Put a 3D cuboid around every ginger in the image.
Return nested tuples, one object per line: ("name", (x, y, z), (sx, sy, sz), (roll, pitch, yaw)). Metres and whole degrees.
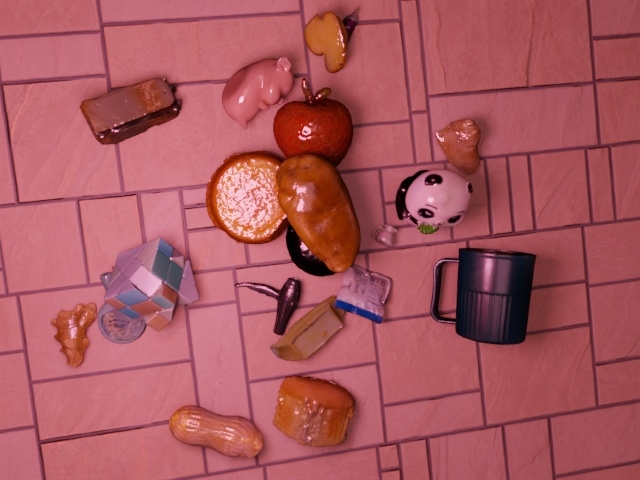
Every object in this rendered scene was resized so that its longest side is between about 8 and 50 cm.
("ginger", (0.499, -0.320, 1.780), (0.115, 0.123, 0.193), (-42, 103, -24))
("ginger", (-0.775, 0.289, 1.645), (0.115, 0.081, 0.205), (16, 81, -39))

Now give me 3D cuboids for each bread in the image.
("bread", (-0.018, 0.552, 1.718), (0.262, 0.162, 0.204), (12, 88, 1))
("bread", (0.026, -0.640, 1.709), (0.065, 0.150, 0.187), (-41, 123, -46))
("bread", (-0.206, -0.138, 1.657), (0.312, 0.172, 0.312), (-1, 95, -9))

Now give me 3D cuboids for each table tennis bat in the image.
("table tennis bat", (-0.645, 0.215, 1.683), (0.149, 0.038, 0.237), (-17, 97, -6))

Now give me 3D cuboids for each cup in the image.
("cup", (0.541, 0.178, 1.740), (0.308, 0.242, 0.292), (2, 94, -10))

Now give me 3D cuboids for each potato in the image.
("potato", (0.005, -0.082, 1.542), (0.177, 0.195, 0.369), (-23, 100, 28))

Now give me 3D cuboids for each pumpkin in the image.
("pumpkin", (0.000, 0.000, 1.697), (0.233, 0.163, 0.233), (-1, 94, -11))

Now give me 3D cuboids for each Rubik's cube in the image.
("Rubik's cube", (-0.506, 0.131, 1.614), (0.224, 0.265, 0.213), (-18, 137, 24))

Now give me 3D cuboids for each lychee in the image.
("lychee", (-0.023, -0.349, 1.644), (0.255, 0.255, 0.299), (-7, 103, -7))

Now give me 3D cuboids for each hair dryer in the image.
("hair dryer", (-0.184, 0.192, 1.741), (0.219, 0.075, 0.195), (19, 99, 2))

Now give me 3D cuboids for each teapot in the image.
("teapot", (0.216, -0.020, 1.781), (0.083, 0.064, 0.064), (22, 81, 23))

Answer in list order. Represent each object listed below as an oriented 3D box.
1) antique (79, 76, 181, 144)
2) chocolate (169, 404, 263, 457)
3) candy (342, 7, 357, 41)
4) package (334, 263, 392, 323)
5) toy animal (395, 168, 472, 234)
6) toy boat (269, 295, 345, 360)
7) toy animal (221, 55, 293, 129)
("antique", (-0.570, -0.402, 1.623), (0.284, 0.150, 0.125), (-26, 95, -14))
("chocolate", (-0.332, 0.612, 1.698), (0.309, 0.134, 0.134), (18, 90, -4))
("candy", (0.081, -0.686, 1.740), (0.043, 0.045, 0.175), (24, 87, -42))
("package", (0.146, 0.173, 1.764), (0.171, 0.027, 0.173), (23, 65, -8))
("toy animal", (0.360, -0.122, 1.693), (0.213, 0.267, 0.212), (-1, 97, -10))
("toy boat", (-0.032, 0.302, 1.736), (0.276, 0.084, 0.111), (-37, 117, -6))
("toy animal", (-0.196, -0.477, 1.659), (0.250, 0.166, 0.154), (-36, 125, -2))
